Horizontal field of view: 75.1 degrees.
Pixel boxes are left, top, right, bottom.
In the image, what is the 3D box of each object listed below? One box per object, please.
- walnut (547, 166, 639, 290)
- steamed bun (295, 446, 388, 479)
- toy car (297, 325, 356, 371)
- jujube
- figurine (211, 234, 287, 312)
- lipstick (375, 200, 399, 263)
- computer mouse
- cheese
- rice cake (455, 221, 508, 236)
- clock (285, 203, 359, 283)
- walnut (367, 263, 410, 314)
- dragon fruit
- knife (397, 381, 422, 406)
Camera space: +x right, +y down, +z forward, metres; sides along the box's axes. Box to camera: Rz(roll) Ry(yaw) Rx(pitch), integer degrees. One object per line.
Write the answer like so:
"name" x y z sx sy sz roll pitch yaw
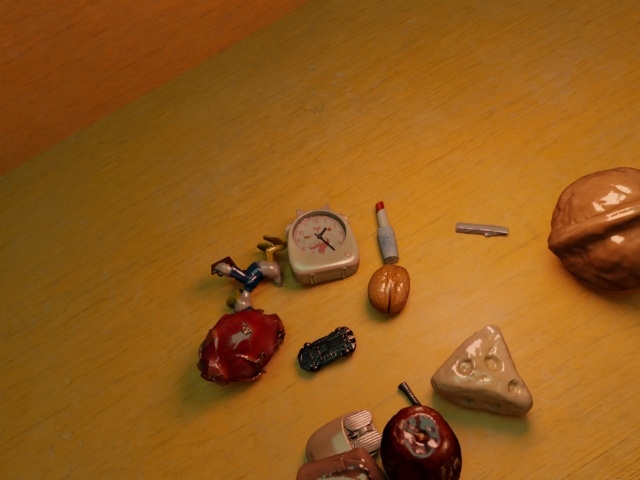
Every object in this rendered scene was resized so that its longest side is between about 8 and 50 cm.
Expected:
"walnut" 0.865 -0.030 1.212 0.383 0.384 0.384 -9 56 13
"steamed bun" 0.083 0.709 1.100 0.251 0.199 0.301 -21 85 3
"toy car" 0.024 0.376 1.421 0.216 0.063 0.103 -28 53 7
"jujube" 0.257 0.545 1.077 0.222 0.318 0.223 -6 50 7
"figurine" -0.289 0.153 1.600 0.283 0.204 0.339 8 71 -6
"lipstick" 0.250 -0.040 1.613 0.068 0.061 0.274 -15 55 12
"computer mouse" 0.066 0.609 1.245 0.236 0.082 0.145 -27 53 2
"cheese" 0.453 0.405 1.196 0.247 0.174 0.251 -25 59 0
"rice cake" 0.587 -0.038 1.517 0.180 0.030 0.042 7 55 22
"clock" 0.000 0.000 1.619 0.265 0.109 0.324 -10 56 -3
"walnut" 0.235 0.169 1.438 0.144 0.144 0.180 3 64 20
"dragon fruit" -0.273 0.361 1.437 0.314 0.250 0.250 -8 54 -7
"knife" 0.303 0.535 1.252 0.060 0.028 0.230 -42 57 5
